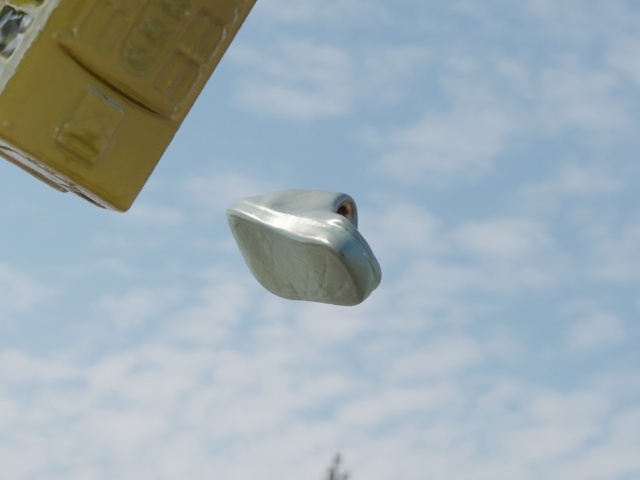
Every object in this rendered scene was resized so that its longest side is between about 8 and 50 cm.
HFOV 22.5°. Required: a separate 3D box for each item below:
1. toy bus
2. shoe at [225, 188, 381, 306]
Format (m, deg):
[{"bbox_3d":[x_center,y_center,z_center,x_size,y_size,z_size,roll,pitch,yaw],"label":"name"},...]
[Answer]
[{"bbox_3d":[-0.074,-0.183,0.834,0.121,0.335,0.123,33,-3,-35],"label":"toy bus"},{"bbox_3d":[0.000,0.000,1.247,0.195,0.078,0.079,17,-48,61],"label":"shoe"}]
